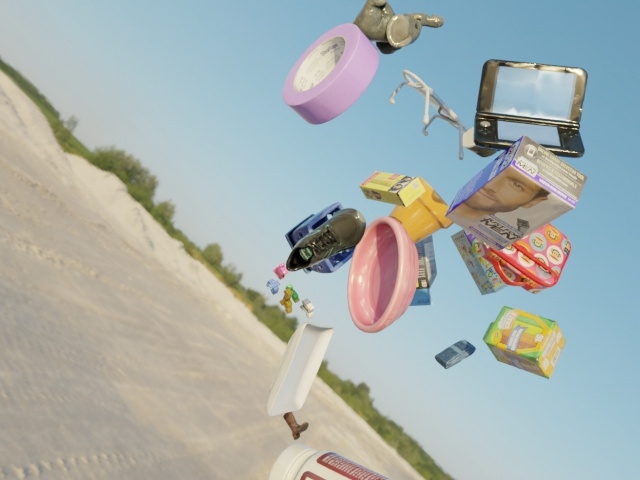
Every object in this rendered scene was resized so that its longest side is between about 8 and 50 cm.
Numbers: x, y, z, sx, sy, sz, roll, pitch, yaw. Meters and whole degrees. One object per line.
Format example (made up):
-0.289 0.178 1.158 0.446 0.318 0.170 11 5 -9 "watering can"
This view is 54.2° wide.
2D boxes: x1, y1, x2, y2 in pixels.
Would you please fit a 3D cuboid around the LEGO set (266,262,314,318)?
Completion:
-0.113 0.174 2.181 0.227 0.087 0.093 51 -34 21 "LEGO set"

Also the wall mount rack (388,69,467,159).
0.394 -0.431 2.186 0.350 0.130 0.304 35 7 -31 "wall mount rack"

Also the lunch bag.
0.657 0.032 2.058 0.293 0.258 0.120 35 -26 -2 "lunch bag"

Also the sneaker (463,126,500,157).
0.735 -0.441 2.561 0.147 0.296 0.104 25 48 -49 "sneaker"

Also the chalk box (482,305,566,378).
0.568 0.284 1.801 0.213 0.132 0.132 15 -25 42 "chalk box"

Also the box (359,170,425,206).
0.218 -0.161 1.930 0.058 0.087 0.232 57 -15 -23 "box"

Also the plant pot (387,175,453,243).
0.335 -0.086 2.169 0.205 0.188 0.205 48 5 -6 "plant pot"

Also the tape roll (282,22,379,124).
0.025 -0.447 1.684 0.090 0.275 0.275 37 -4 -33 "tape roll"

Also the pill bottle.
0.057 0.718 1.717 0.392 0.224 0.224 12 -28 38 "pill bottle"

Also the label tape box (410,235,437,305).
0.355 0.101 2.657 0.249 0.347 0.115 -7 3 32 "label tape box"

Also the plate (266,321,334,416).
-0.065 0.369 1.831 0.045 0.278 0.277 21 -3 20 "plate"

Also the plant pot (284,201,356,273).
0.000 0.000 2.664 0.212 0.236 0.236 -14 -71 47 "plant pot"

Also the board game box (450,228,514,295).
0.666 0.062 2.507 0.275 0.142 0.144 63 -11 5 "board game box"

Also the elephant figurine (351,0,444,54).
0.229 -0.648 1.917 0.239 0.186 0.169 33 38 -10 "elephant figurine"

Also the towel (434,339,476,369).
0.419 0.351 1.950 0.067 0.119 0.029 36 -33 53 "towel"

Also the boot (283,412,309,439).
-0.097 0.688 2.397 0.037 0.106 0.114 11 36 -40 "boot"

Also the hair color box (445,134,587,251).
0.480 -0.106 1.581 0.185 0.110 0.339 33 -26 -3 "hair color box"

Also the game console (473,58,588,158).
0.582 -0.367 1.725 0.293 0.250 0.173 8 -55 10 "game console"

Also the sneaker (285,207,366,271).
0.012 0.011 1.623 0.267 0.106 0.101 -37 -90 39 "sneaker"

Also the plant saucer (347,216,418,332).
0.180 0.100 1.772 0.084 0.332 0.332 12 2 -20 "plant saucer"
